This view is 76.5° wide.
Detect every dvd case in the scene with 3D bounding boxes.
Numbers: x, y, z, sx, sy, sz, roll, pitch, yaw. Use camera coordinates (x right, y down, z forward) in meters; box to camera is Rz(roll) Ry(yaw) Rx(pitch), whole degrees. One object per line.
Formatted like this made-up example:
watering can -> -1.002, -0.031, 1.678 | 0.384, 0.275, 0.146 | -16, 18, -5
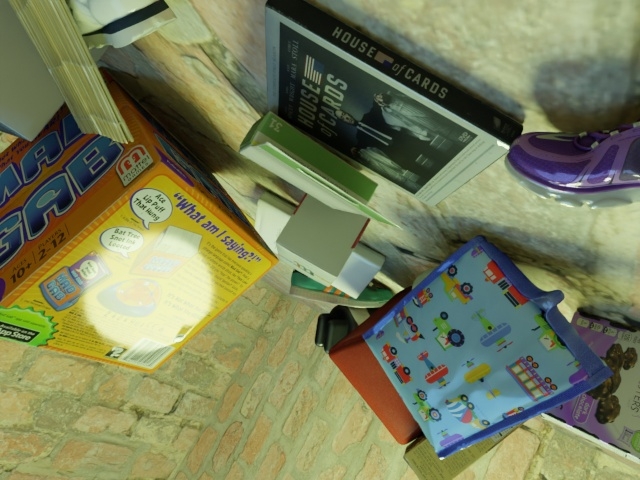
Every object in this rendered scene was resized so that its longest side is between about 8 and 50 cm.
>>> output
dvd case -> 0.052, -0.127, 0.420 | 0.239, 0.029, 0.179 | 29, 167, 0

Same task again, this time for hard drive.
hard drive -> -0.016, 0.019, 0.977 | 0.308, 0.040, 0.203 | 29, 150, 3

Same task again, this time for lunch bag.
lunch bag -> 0.223, 0.148, 0.586 | 0.220, 0.138, 0.293 | 57, 143, 23

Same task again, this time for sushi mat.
sushi mat -> -0.312, -0.260, 0.448 | 0.152, 0.019, 0.316 | 22, 138, 38

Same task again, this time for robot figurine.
robot figurine -> 0.124, 0.277, 1.202 | 0.279, 0.173, 0.209 | 7, -137, -29

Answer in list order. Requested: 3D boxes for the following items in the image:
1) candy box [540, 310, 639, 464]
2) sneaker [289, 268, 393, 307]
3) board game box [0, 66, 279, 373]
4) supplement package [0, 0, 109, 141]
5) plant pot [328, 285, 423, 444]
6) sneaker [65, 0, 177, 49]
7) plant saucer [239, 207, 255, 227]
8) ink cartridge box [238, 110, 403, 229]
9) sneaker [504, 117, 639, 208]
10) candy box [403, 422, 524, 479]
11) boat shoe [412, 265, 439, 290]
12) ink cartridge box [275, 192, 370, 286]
candy box -> 0.433, 0.212, 0.558 | 0.196, 0.164, 0.070 | 18, 163, 42
sneaker -> 0.064, 0.120, 1.170 | 0.303, 0.120, 0.108 | 7, 180, 5
board game box -> -0.375, -0.024, 0.789 | 0.356, 0.356, 0.356 | 48, 179, 35
supplement package -> -0.514, -0.300, 0.623 | 0.263, 0.199, 0.198 | 19, 163, 40
plant pot -> 0.215, 0.244, 0.884 | 0.267, 0.268, 0.235 | 49, 156, 15
sneaker -> -0.248, -0.273, 0.449 | 0.235, 0.090, 0.094 | 17, 146, 39
plant saucer -> -0.379, -0.104, 1.334 | 0.333, 0.080, 0.333 | 18, 162, 42
ink cartridge box -> -0.004, -0.090, 0.500 | 0.171, 0.056, 0.235 | 30, 178, -20
sneaker -> 0.215, -0.064, 0.270 | 0.170, 0.068, 0.071 | 10, 142, 35
candy box -> 0.321, 0.370, 0.830 | 0.087, 0.317, 0.183 | 51, 176, 25
boat shoe -> 0.253, 0.097, 0.714 | 0.070, 0.077, 0.219 | 37, 163, -24
ink cartridge box -> 0.000, 0.000, 0.788 | 0.128, 0.128, 0.176 | 30, 168, 2
